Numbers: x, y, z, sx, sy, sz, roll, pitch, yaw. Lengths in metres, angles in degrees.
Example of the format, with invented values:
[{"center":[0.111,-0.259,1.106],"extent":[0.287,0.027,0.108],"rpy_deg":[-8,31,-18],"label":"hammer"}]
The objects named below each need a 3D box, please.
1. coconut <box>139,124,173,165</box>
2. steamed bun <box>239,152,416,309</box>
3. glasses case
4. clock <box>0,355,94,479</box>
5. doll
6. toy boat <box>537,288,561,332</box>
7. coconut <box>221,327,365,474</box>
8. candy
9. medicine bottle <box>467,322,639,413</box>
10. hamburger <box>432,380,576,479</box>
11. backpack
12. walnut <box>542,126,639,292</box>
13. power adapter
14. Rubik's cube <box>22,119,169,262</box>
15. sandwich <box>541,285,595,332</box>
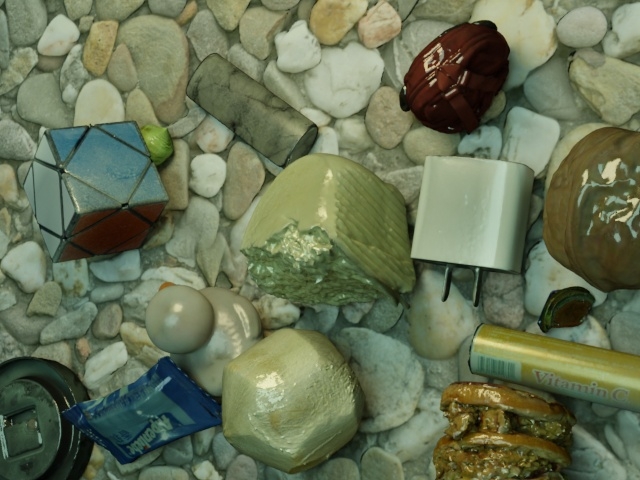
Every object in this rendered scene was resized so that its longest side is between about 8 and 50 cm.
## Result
[{"center":[-0.352,-0.203,2.062],"extent":[0.096,0.088,0.088],"rpy_deg":[-49,66,18],"label":"coconut"},{"center":[0.000,0.000,1.759],"extent":[0.272,0.290,0.273],"rpy_deg":[-15,58,29],"label":"steamed bun"},{"center":[-0.140,-0.262,1.979],"extent":[0.299,0.060,0.114],"rpy_deg":[37,100,25],"label":"glasses case"},{"center":[-0.627,0.411,2.118],"extent":[0.319,0.066,0.319],"rpy_deg":[-4,80,25],"label":"clock"},{"center":[-0.230,0.180,1.878],"extent":[0.221,0.221,0.251],"rpy_deg":[-41,68,15],"label":"doll"},{"center":[0.399,0.121,1.680],"extent":[0.038,0.038,0.083],"rpy_deg":[25,95,27],"label":"toy boat"},{"center":[-0.060,0.294,1.748],"extent":[0.247,0.245,0.245],"rpy_deg":[-35,65,-19],"label":"coconut"},{"center":[-0.347,0.341,1.925],"extent":[0.331,0.077,0.187],"rpy_deg":[-29,113,34],"label":"candy"},{"center":[0.457,0.218,1.598],"extent":[0.426,0.108,0.108],"rpy_deg":[11,88,27],"label":"medicine bottle"},{"center":[0.295,0.351,1.599],"extent":[0.245,0.260,0.211],"rpy_deg":[13,68,-15],"label":"hamburger"},{"center":[0.236,-0.285,1.714],"extent":[0.229,0.229,0.139],"rpy_deg":[-43,71,14],"label":"backpack"},{"center":[0.479,-0.046,1.557],"extent":[0.273,0.227,0.273],"rpy_deg":[-1,88,25],"label":"walnut"},{"center":[0.261,-0.014,1.715],"extent":[0.187,0.124,0.255],"rpy_deg":[8,85,27],"label":"power adapter"},{"center":[-0.459,-0.100,1.993],"extent":[0.207,0.205,0.205],"rpy_deg":[-49,60,49],"label":"Rubik's cube"},{"center":[0.419,0.115,1.654],"extent":[0.101,0.026,0.069],"rpy_deg":[-11,101,-17],"label":"sandwich"}]
